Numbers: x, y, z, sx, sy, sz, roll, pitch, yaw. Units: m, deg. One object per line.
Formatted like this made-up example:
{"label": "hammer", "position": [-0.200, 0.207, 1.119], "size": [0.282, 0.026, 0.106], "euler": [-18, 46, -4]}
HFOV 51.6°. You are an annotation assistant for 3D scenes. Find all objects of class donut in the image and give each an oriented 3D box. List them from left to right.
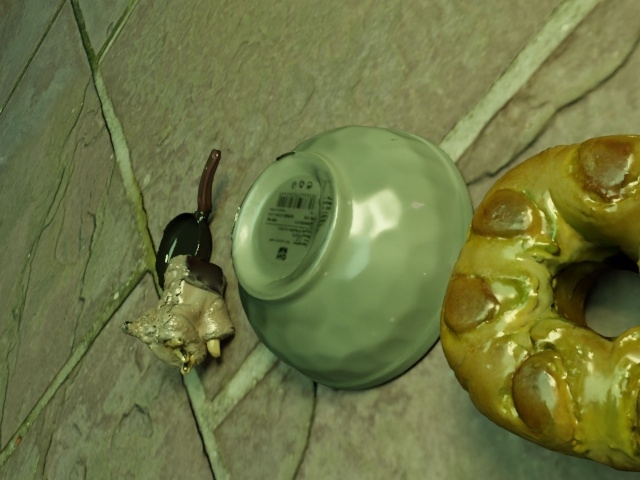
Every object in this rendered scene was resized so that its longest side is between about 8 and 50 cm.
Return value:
{"label": "donut", "position": [0.191, 0.038, 0.430], "size": [0.227, 0.114, 0.226], "euler": [-22, 58, 40]}

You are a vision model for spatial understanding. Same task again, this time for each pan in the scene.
{"label": "pan", "position": [-0.169, -0.025, 0.899], "size": [0.115, 0.040, 0.212], "euler": [44, 113, 48]}

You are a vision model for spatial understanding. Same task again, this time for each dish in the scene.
{"label": "dish", "position": [0.000, 0.000, 0.649], "size": [0.303, 0.120, 0.302], "euler": [-20, 60, 39]}

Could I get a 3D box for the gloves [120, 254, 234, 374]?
{"label": "gloves", "position": [-0.165, 0.091, 0.805], "size": [0.094, 0.110, 0.144], "euler": [-28, 25, 46]}
